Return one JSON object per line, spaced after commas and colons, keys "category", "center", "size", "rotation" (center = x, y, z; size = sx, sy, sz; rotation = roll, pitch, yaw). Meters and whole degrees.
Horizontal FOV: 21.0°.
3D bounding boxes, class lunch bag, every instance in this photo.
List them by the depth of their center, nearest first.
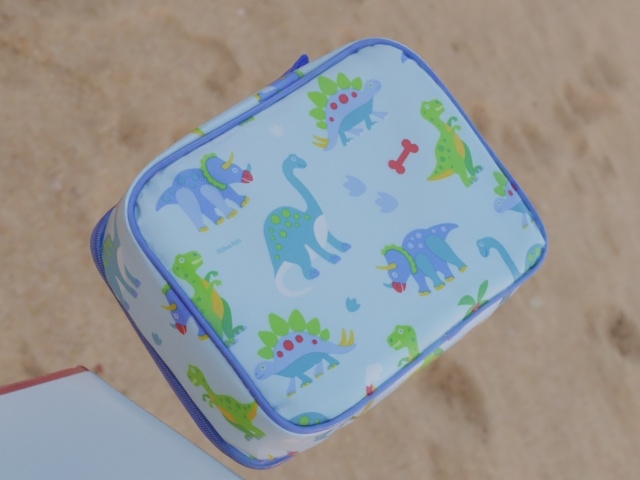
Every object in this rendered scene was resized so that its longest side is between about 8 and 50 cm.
{"category": "lunch bag", "center": [0.000, 0.000, 0.924], "size": [0.219, 0.090, 0.176], "rotation": [-35, 85, -31]}

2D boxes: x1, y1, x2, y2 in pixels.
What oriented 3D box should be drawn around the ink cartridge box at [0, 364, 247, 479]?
{"category": "ink cartridge box", "center": [-0.140, 0.193, 0.560], "size": [0.114, 0.273, 0.197], "rotation": [33, 14, 16]}
